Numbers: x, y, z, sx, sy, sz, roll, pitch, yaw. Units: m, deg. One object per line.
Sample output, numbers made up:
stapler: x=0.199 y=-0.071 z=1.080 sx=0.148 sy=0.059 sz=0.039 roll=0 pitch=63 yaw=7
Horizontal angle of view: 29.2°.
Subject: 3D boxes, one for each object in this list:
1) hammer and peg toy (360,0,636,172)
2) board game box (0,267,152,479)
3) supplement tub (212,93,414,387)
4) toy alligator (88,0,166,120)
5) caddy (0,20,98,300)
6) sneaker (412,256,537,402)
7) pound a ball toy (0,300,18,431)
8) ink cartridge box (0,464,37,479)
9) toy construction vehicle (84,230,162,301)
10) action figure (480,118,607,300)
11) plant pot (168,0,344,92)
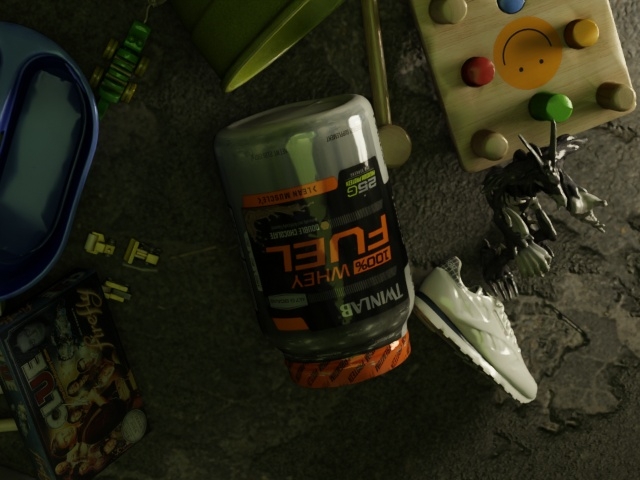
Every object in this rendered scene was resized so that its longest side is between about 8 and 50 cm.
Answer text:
hammer and peg toy: x=0.213 y=-0.232 z=1.590 sx=0.361 sy=0.127 sz=0.266 roll=-20 pitch=104 yaw=-6
board game box: x=-0.315 y=0.180 z=1.549 sx=0.165 sy=0.042 sz=0.243 roll=-37 pitch=121 yaw=-42
supplement tub: x=0.000 y=0.000 z=1.554 sx=0.207 sy=0.207 sz=0.338 roll=-16 pitch=103 yaw=-7
toy alligator: x=-0.240 y=-0.235 z=1.543 sx=0.056 sy=0.051 sz=0.190 roll=27 pitch=95 yaw=-15
caddy: x=-0.404 y=-0.094 z=1.476 sx=0.241 sy=0.179 sz=0.341 roll=16 pitch=97 yaw=-14
sneaker: x=0.228 y=0.129 z=1.689 sx=0.235 sy=0.090 sz=0.095 roll=45 pitch=81 yaw=-16
pound a ball toy: x=-0.493 y=0.181 z=1.534 sx=0.319 sy=0.136 sz=0.208 roll=-9 pitch=102 yaw=-8
ink cartridge box: x=-0.442 y=0.400 z=1.583 sx=0.082 sy=0.139 sz=0.191 roll=27 pitch=95 yaw=-13
toy construction vehicle: x=-0.265 y=0.035 z=1.600 sx=0.098 sy=0.035 sz=0.086 roll=23 pitch=96 yaw=-14
action figure: x=0.282 y=-0.033 z=1.572 sx=0.164 sy=0.276 sz=0.141 roll=-32 pitch=66 yaw=-17
plant pot: x=-0.090 y=-0.421 z=1.407 sx=0.366 sy=0.366 sz=0.353 roll=-42 pitch=94 yaw=-1
